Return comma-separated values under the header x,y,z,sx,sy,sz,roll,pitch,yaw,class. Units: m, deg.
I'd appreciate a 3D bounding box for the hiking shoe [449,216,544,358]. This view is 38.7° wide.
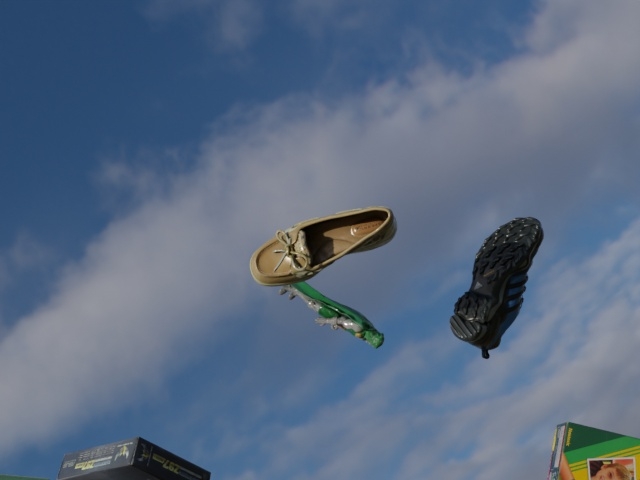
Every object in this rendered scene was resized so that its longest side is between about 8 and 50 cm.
x,y,z,sx,sy,sz,roll,pitch,yaw,class
0.382,0.091,1.928,0.132,0.113,0.304,38,-98,-46,hiking shoe

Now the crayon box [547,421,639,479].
x,y,z,sx,sy,sz,roll,pitch,yaw,class
0.598,0.571,1.791,0.313,0.363,0.106,12,-14,5,crayon box

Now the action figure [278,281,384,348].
x,y,z,sx,sy,sz,roll,pitch,yaw,class
0.028,0.145,1.788,0.063,0.232,0.137,-61,-27,-1,action figure

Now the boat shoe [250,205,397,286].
x,y,z,sx,sy,sz,roll,pitch,yaw,class
0.000,0.000,1.663,0.285,0.104,0.089,-24,-12,2,boat shoe

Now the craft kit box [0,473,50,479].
x,y,z,sx,sy,sz,roll,pitch,yaw,class
-0.338,0.389,1.024,0.061,0.246,0.250,-15,-17,-2,craft kit box

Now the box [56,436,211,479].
x,y,z,sx,sy,sz,roll,pitch,yaw,class
-0.350,0.441,1.705,0.233,0.059,0.183,-20,-45,37,box
